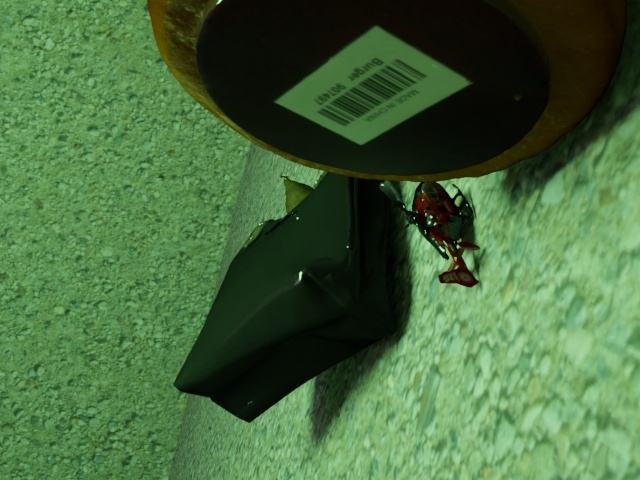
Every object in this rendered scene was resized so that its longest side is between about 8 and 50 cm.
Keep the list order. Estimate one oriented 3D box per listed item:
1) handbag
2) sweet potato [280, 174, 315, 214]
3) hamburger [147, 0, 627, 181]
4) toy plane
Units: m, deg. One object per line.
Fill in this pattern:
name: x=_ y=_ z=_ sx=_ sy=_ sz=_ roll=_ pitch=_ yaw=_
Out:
handbag: x=-0.028 y=0.040 z=1.012 sx=0.342 sy=0.152 sz=0.288 roll=-37 pitch=30 yaw=42
sweet potato: x=0.002 y=0.002 z=1.165 sx=0.269 sy=0.074 sz=0.075 roll=-110 pitch=32 yaw=-42
hamburger: x=0.051 y=-0.209 z=0.577 sx=0.330 sy=0.329 sz=0.250 roll=128 pitch=155 yaw=-63
toy plane: x=0.103 y=-0.010 z=0.725 sx=0.145 sy=0.060 sz=0.037 roll=-112 pitch=34 yaw=-45
